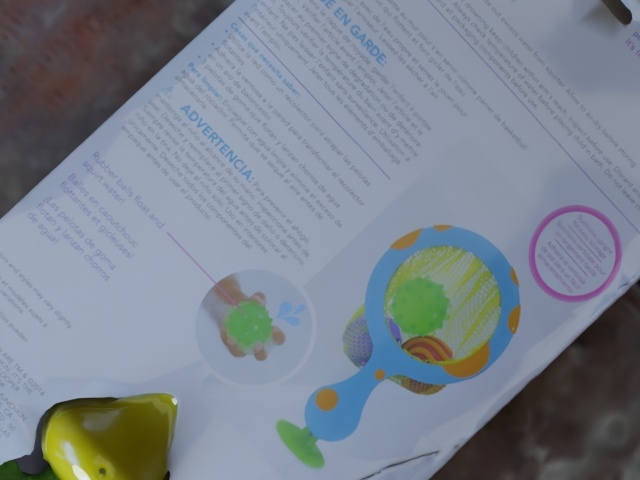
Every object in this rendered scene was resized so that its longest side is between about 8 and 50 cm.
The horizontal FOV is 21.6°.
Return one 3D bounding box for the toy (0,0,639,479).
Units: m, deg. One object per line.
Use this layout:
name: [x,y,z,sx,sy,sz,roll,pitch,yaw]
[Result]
toy: [0.000,0.000,0.489,0.237,0.056,0.137,-44,99,-7]
